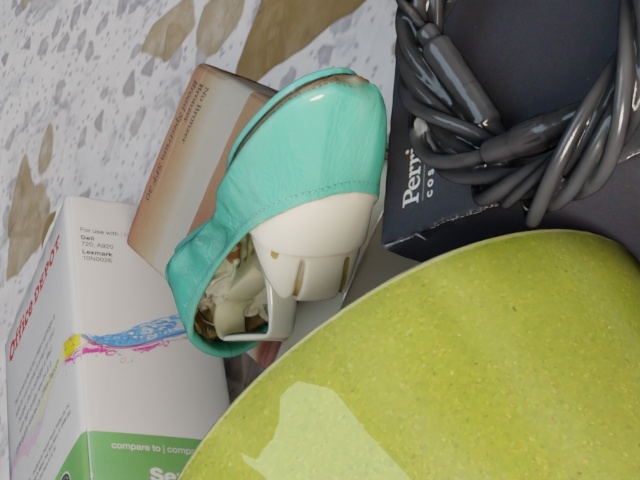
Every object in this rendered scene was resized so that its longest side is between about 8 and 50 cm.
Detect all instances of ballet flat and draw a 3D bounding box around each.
[{"bbox_3d":[-0.018,0.002,0.787,0.247,0.083,0.087,-49,55,59],"label":"ballet flat"}]

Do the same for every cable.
[{"bbox_3d":[0.090,-0.089,0.648,0.184,0.047,0.151,35,109,54],"label":"cable"}]

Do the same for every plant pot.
[{"bbox_3d":[0.115,0.194,0.624,0.275,0.274,0.293,-55,51,24],"label":"plant pot"}]

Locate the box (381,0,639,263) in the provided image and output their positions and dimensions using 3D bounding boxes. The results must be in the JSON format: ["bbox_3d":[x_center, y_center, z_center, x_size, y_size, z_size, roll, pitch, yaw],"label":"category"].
[{"bbox_3d":[0.202,-0.164,0.716,0.312,0.179,0.343,-19,58,50],"label":"box"}]

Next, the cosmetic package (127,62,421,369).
[{"bbox_3d":[0.000,0.000,0.982,0.296,0.129,0.153,32,101,57],"label":"cosmetic package"}]

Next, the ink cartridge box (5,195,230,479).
[{"bbox_3d":[-0.156,0.136,1.125,0.201,0.117,0.278,121,148,-42],"label":"ink cartridge box"}]
